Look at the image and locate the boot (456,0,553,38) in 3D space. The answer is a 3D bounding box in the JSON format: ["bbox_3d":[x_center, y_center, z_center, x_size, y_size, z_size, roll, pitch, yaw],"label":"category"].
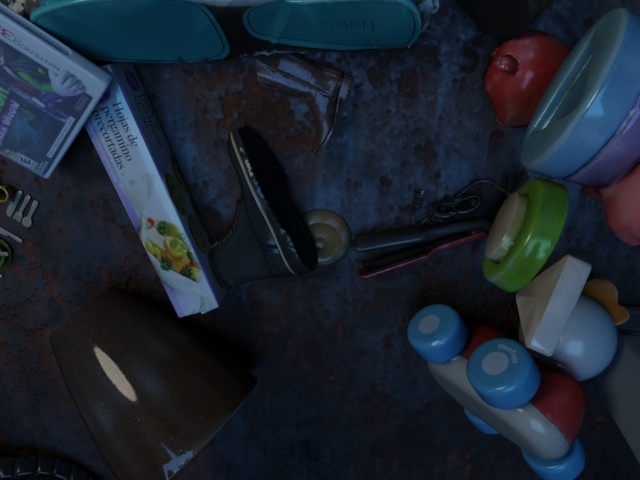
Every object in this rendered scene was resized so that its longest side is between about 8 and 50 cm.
[{"bbox_3d":[0.138,-0.357,0.514,0.115,0.112,0.305,-43,102,-12],"label":"boot"}]

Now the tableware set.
[{"bbox_3d":[-0.461,-0.022,0.714,0.104,0.024,0.154,34,111,-10],"label":"tableware set"}]

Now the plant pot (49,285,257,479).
[{"bbox_3d":[-0.240,0.180,0.704,0.215,0.215,0.230,-42,90,18],"label":"plant pot"}]

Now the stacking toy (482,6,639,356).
[{"bbox_3d":[0.199,-0.074,0.500,0.130,0.309,0.280,25,109,1],"label":"stacking toy"}]

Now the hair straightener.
[{"bbox_3d":[0.147,-0.022,0.662,0.230,0.047,0.089,-15,111,10],"label":"hair straightener"}]

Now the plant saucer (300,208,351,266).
[{"bbox_3d":[0.000,0.000,0.698,0.083,0.015,0.083,1,113,3],"label":"plant saucer"}]

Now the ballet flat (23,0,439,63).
[{"bbox_3d":[-0.086,-0.264,0.545,0.408,0.147,0.147,1,113,2],"label":"ballet flat"}]

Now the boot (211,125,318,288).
[{"bbox_3d":[-0.105,-0.031,0.668,0.137,0.077,0.198,-18,100,26],"label":"boot"}]

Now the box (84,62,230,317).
[{"bbox_3d":[-0.207,-0.056,0.661,0.063,0.067,0.324,-16,110,10],"label":"box"}]

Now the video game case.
[{"bbox_3d":[-0.341,-0.163,0.558,0.173,0.022,0.190,33,134,-27],"label":"video game case"}]

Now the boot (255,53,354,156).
[{"bbox_3d":[-0.031,-0.167,0.618,0.114,0.037,0.106,20,100,-8],"label":"boot"}]

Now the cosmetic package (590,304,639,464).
[{"bbox_3d":[0.423,0.183,0.627,0.127,0.238,0.107,6,113,0],"label":"cosmetic package"}]

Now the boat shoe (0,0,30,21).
[{"bbox_3d":[-0.317,-0.289,0.556,0.305,0.091,0.109,-35,107,16],"label":"boat shoe"}]

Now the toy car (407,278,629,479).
[{"bbox_3d":[0.279,0.135,0.675,0.238,0.210,0.219,-44,120,-11],"label":"toy car"}]

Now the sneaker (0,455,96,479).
[{"bbox_3d":[-0.516,0.421,0.872,0.340,0.125,0.140,27,139,-11],"label":"sneaker"}]
